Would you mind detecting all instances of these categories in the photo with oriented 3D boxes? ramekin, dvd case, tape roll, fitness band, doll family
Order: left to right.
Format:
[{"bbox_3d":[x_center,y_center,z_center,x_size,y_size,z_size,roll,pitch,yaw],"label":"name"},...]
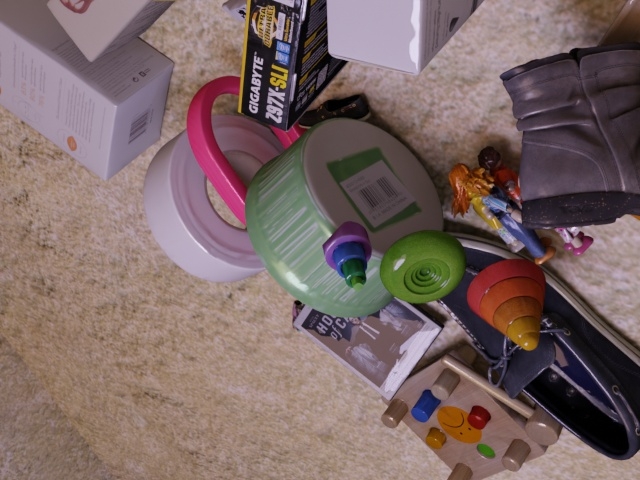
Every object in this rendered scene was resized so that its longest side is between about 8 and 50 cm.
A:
[{"bbox_3d":[-0.161,-0.074,1.536,0.286,0.286,0.100,52,141,-11],"label":"tape roll"},{"bbox_3d":[-0.105,-0.144,1.480,0.054,0.209,0.291,-17,112,48],"label":"fitness band"},{"bbox_3d":[0.047,-0.046,1.380,0.303,0.303,0.148,45,135,-3],"label":"ramekin"},{"bbox_3d":[0.087,0.159,1.655,0.239,0.029,0.179,37,107,13],"label":"dvd case"},{"bbox_3d":[0.258,-0.047,1.241,0.163,0.118,0.263,47,-177,-16],"label":"doll family"}]

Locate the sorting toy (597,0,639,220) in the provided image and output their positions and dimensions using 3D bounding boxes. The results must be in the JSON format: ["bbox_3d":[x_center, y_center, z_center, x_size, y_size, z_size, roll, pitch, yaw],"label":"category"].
[{"bbox_3d":[0.440,-0.167,1.143,0.229,0.041,0.307,32,140,6],"label":"sorting toy"}]

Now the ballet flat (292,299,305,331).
[{"bbox_3d":[0.021,0.139,1.752,0.221,0.077,0.079,-7,101,44],"label":"ballet flat"}]

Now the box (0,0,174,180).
[{"bbox_3d":[-0.475,-0.315,1.667,0.345,0.168,0.215,35,141,8],"label":"box"}]

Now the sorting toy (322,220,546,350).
[{"bbox_3d":[0.177,0.077,1.228,0.366,0.126,0.127,17,123,-22],"label":"sorting toy"}]

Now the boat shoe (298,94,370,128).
[{"bbox_3d":[0.018,-0.213,1.443,0.133,0.049,0.042,-4,127,33],"label":"boat shoe"}]

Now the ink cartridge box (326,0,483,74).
[{"bbox_3d":[0.124,-0.360,1.030,0.122,0.289,0.211,18,135,23],"label":"ink cartridge box"}]

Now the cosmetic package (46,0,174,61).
[{"bbox_3d":[-0.304,-0.432,1.433,0.296,0.153,0.129,-26,105,48],"label":"cosmetic package"}]

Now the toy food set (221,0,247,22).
[{"bbox_3d":[-0.104,-0.366,1.342,0.104,0.111,0.232,-8,151,44],"label":"toy food set"}]

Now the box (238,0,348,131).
[{"bbox_3d":[0.012,-0.329,1.123,0.079,0.322,0.257,23,139,14],"label":"box"}]

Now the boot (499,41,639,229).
[{"bbox_3d":[0.396,-0.134,1.062,0.118,0.338,0.222,171,94,-83],"label":"boot"}]

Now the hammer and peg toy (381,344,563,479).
[{"bbox_3d":[0.288,0.313,1.636,0.266,0.127,0.361,44,141,1],"label":"hammer and peg toy"}]

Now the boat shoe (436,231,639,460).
[{"bbox_3d":[0.344,0.167,1.435,0.500,0.156,0.187,39,143,7],"label":"boat shoe"}]
